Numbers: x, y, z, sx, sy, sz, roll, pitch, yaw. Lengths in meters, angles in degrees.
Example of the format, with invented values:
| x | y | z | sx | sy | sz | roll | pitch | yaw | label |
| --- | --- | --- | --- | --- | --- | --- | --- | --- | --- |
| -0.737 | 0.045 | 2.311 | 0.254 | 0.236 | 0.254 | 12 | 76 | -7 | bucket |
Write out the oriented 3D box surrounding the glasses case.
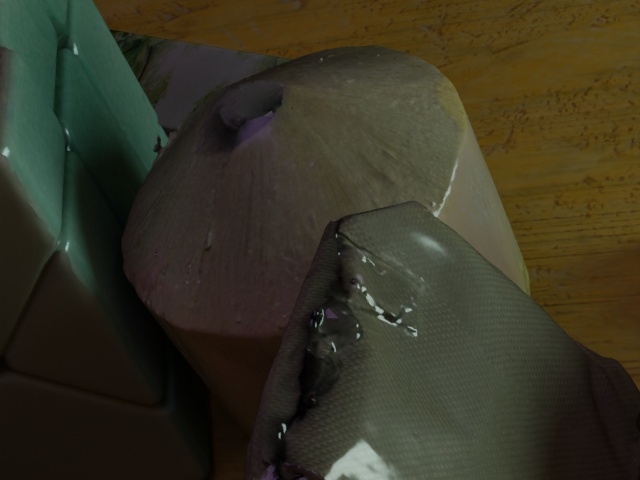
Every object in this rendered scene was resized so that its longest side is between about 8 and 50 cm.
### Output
| x | y | z | sx | sy | sz | roll | pitch | yaw | label |
| --- | --- | --- | --- | --- | --- | --- | --- | --- | --- |
| -0.107 | -0.108 | 1.414 | 0.272 | 0.062 | 0.095 | 15 | 60 | 40 | glasses case |

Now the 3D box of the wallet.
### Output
| x | y | z | sx | sy | sz | roll | pitch | yaw | label |
| --- | --- | --- | --- | --- | --- | --- | --- | --- | --- |
| 0.075 | 0.135 | 0.898 | 0.068 | 0.275 | 0.335 | -27 | 26 | 36 | wallet |

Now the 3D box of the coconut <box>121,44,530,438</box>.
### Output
| x | y | z | sx | sy | sz | roll | pitch | yaw | label |
| --- | --- | --- | --- | --- | --- | --- | --- | --- | --- |
| 0.000 | 0.000 | 1.091 | 0.239 | 0.244 | 0.239 | -16 | 39 | 13 | coconut |

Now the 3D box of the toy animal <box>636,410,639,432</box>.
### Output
| x | y | z | sx | sy | sz | roll | pitch | yaw | label |
| --- | --- | --- | --- | --- | --- | --- | --- | --- | --- |
| 0.282 | 0.046 | 0.944 | 0.195 | 0.169 | 0.281 | 11 | 53 | 48 | toy animal |

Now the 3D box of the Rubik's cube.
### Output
| x | y | z | sx | sy | sz | roll | pitch | yaw | label |
| --- | --- | --- | --- | --- | --- | --- | --- | --- | --- |
| -0.277 | 0.002 | 1.183 | 0.319 | 0.321 | 0.316 | -18 | 42 | 10 | Rubik's cube |
